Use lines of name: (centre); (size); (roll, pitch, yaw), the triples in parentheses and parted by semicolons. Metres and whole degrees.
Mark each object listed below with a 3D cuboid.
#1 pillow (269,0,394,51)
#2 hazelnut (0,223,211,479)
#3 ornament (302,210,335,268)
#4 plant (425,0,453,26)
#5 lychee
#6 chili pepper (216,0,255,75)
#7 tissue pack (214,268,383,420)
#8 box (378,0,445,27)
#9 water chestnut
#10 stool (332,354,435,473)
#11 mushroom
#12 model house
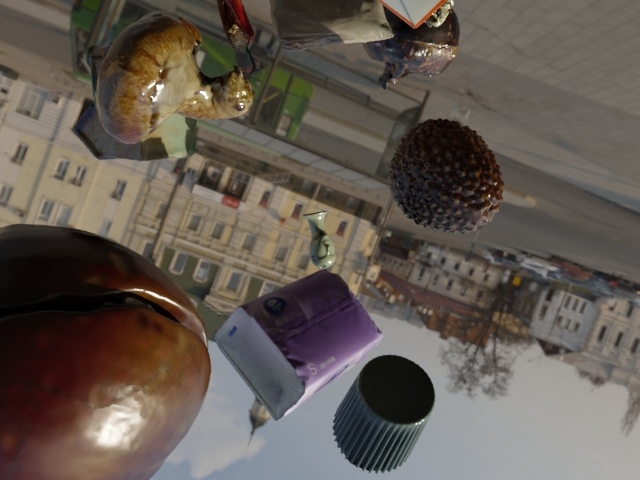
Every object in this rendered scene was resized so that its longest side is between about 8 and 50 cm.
pillow: (0.020, -0.516, 1.224); (0.271, 0.173, 0.067); (-8, 167, 2)
hazelnut: (-0.369, 0.178, 0.693); (0.402, 0.429, 0.402); (43, -175, -5)
ornament: (0.000, 0.000, 1.482); (0.075, 0.156, 0.081); (-13, -172, -29)
plant: (0.229, -0.510, 1.183); (0.117, 0.121, 0.104); (14, 142, 1)
lychee: (0.264, -0.131, 1.152); (0.236, 0.236, 0.271); (19, -154, -50)
chili pepper: (-0.183, -0.475, 1.117); (0.059, 0.267, 0.050); (-11, -165, 45)
tissue pack: (-0.035, 0.220, 1.259); (0.242, 0.160, 0.338); (49, -145, 15)
box: (0.170, -0.610, 0.885); (0.319, 0.256, 0.349); (29, 162, -14)
water chestnut: (0.246, -0.560, 1.535); (0.300, 0.299, 0.300); (21, -179, -1)
stool: (0.211, 0.565, 1.798); (0.298, 0.330, 0.297); (6, -134, -6)
mushroom: (-0.293, -0.278, 0.986); (0.254, 0.267, 0.267); (47, -173, 11)
model house: (-0.527, -0.377, 1.490); (0.280, 0.312, 0.245); (9, -161, 31)
